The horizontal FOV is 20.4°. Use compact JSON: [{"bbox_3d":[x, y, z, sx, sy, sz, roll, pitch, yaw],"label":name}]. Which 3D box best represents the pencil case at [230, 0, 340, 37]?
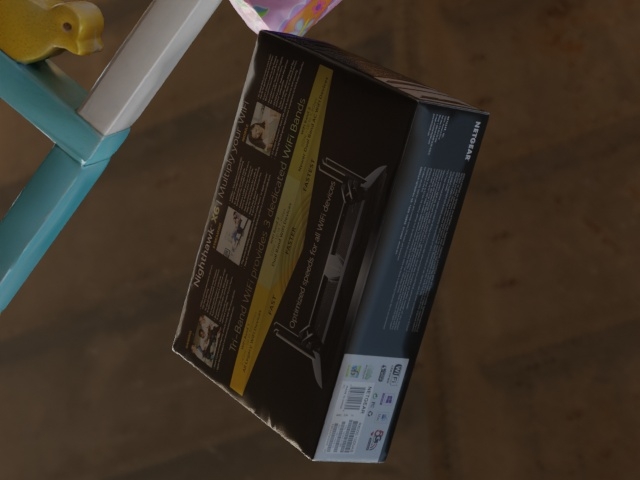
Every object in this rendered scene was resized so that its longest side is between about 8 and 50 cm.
[{"bbox_3d":[0.033,-0.305,1.693,0.284,0.124,0.124,-38,-133,-1],"label":"pencil case"}]

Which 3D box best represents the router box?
[{"bbox_3d":[0.000,0.000,1.505,0.243,0.081,0.308,32,-70,51],"label":"router box"}]

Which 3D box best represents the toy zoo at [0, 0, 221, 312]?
[{"bbox_3d":[-0.148,-0.089,0.626,0.192,0.030,0.293,40,-71,7],"label":"toy zoo"}]
